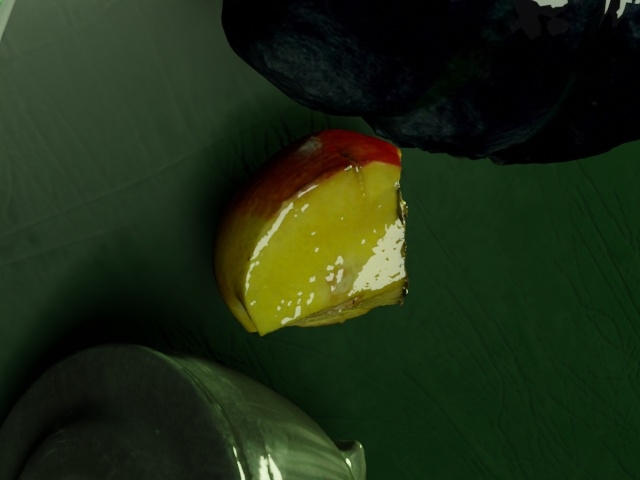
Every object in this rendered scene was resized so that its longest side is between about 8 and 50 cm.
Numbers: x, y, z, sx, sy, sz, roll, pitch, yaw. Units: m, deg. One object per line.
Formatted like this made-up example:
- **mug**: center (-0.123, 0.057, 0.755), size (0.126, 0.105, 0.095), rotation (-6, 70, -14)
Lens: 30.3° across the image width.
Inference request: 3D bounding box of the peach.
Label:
- **peach**: center (-0.006, -0.005, 0.761), size (0.151, 0.118, 0.151), rotation (-18, 160, -7)

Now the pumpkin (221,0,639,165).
- **pumpkin**: center (0.093, -0.212, 0.586), size (0.363, 0.266, 0.363), rotation (-3, 99, -17)

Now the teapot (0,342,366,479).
- **teapot**: center (-0.085, 0.237, 0.781), size (0.239, 0.239, 0.322), rotation (17, 89, -50)

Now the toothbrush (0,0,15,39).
- **toothbrush**: center (-0.153, -0.208, 0.652), size (0.042, 0.040, 0.418), rotation (20, 112, -26)
